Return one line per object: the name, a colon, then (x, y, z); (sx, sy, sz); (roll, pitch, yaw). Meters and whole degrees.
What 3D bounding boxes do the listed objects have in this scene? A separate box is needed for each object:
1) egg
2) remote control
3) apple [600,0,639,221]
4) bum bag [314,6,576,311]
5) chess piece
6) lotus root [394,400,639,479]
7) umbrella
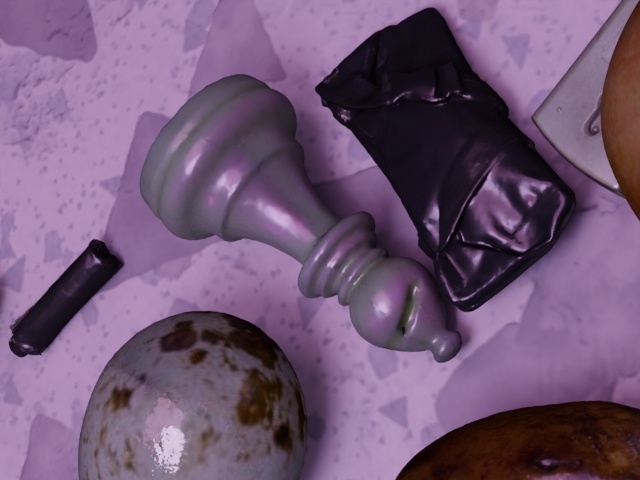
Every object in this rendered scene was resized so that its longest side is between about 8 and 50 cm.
egg: (-0.100, 0.164, 1.109); (0.169, 0.169, 0.231); (25, 103, 33)
remote control: (0.250, -0.143, 1.023); (0.098, 0.038, 0.233); (46, 106, 30)
apple: (0.295, -0.079, 0.864); (0.256, 0.234, 0.257); (-8, 73, 26)
bum bag: (0.088, -0.069, 1.097); (0.123, 0.060, 0.248); (-45, 61, 18)
chess piece: (0.000, 0.000, 1.114); (0.271, 0.139, 0.139); (40, 103, 20)
lotus root: (0.151, 0.191, 0.963); (0.314, 0.141, 0.169); (-22, 75, 26)
umbrella: (-0.225, 0.054, 1.288); (0.133, 0.031, 0.036); (-45, 60, 18)
